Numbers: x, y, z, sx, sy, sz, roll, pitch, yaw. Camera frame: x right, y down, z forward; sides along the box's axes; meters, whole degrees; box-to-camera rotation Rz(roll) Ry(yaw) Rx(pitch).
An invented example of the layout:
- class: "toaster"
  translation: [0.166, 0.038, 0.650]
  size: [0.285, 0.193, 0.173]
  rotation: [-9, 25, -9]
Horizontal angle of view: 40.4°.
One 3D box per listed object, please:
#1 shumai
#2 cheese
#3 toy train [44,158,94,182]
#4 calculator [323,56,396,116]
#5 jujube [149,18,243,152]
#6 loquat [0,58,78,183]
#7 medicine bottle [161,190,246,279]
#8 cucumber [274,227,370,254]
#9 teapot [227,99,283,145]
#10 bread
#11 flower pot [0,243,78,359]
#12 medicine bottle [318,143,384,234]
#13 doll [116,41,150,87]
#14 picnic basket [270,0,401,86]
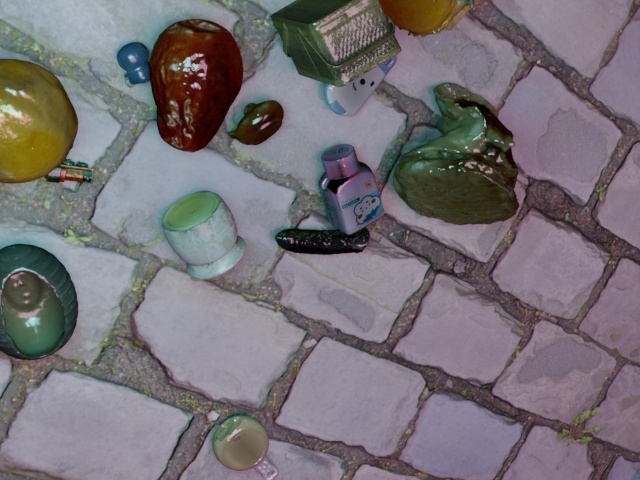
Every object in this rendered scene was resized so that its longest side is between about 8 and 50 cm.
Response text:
- class: "shumai"
  translation: [0.353, -0.210, 2.091]
  size: [0.330, 0.292, 0.288]
  rotation: [33, 54, -45]
- class: "cheese"
  translation: [-0.176, 0.530, 2.176]
  size: [0.137, 0.064, 0.227]
  rotation: [-40, 125, -6]
- class: "toy train"
  translation: [-0.494, -0.134, 1.714]
  size: [0.103, 0.064, 0.044]
  rotation: [6, 106, -31]
- class: "calculator"
  translation: [0.089, -0.374, 1.936]
  size: [0.210, 0.039, 0.121]
  rotation: [-52, 138, -1]
- class: "jujube"
  translation: [-0.251, -0.304, 1.715]
  size: [0.190, 0.190, 0.255]
  rotation: [2, 125, -29]
- class: "loquat"
  translation: [-0.558, -0.215, 1.570]
  size: [0.238, 0.193, 0.238]
  rotation: [-21, 143, -17]
- class: "medicine bottle"
  translation: [-0.247, -0.011, 1.853]
  size: [0.147, 0.147, 0.143]
  rotation: [-33, 126, -13]
- class: "cucumber"
  translation: [0.000, 0.003, 2.049]
  size: [0.245, 0.067, 0.067]
  rotation: [-2, 111, -26]
- class: "teapot"
  translation: [-0.140, -0.255, 1.857]
  size: [0.129, 0.078, 0.098]
  rotation: [-39, 165, 6]
- class: "bread"
  translation: [0.172, -0.604, 1.791]
  size: [0.183, 0.236, 0.388]
  rotation: [-46, 113, -29]
- class: "flower pot"
  translation: [-0.580, 0.121, 1.721]
  size: [0.189, 0.157, 0.243]
  rotation: [-16, 117, -24]
- class: "medicine bottle"
  translation: [0.063, -0.122, 2.006]
  size: [0.119, 0.094, 0.188]
  rotation: [-30, 122, -17]
- class: "doll"
  translation: [-0.358, -0.349, 1.708]
  size: [0.076, 0.050, 0.083]
  rotation: [-33, 121, -18]
- class: "picnic basket"
  translation: [0.028, -0.419, 1.761]
  size: [0.165, 0.267, 0.139]
  rotation: [-33, 117, -10]
